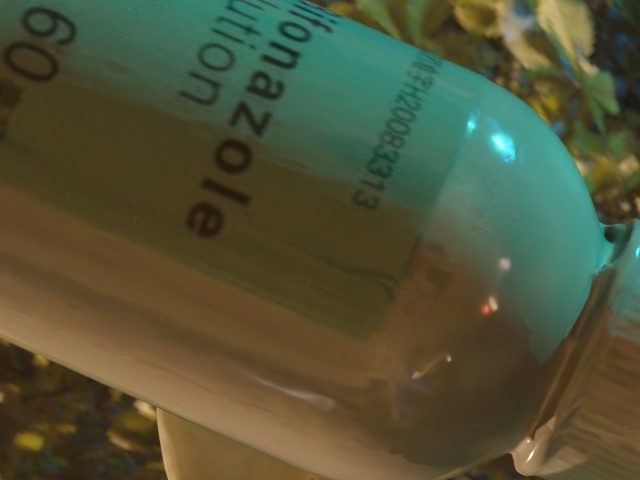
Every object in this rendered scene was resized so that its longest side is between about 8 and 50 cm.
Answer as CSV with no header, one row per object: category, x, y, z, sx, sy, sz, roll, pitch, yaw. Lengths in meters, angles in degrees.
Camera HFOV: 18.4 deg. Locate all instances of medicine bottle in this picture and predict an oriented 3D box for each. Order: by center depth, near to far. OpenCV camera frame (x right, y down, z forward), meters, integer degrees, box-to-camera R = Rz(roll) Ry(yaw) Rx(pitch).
medicine bottle,0.000,0.000,0.500,0.352,0.110,0.110,23,-99,2

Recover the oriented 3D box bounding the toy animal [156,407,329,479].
toy animal,0.052,0.198,0.579,0.367,0.241,0.196,45,-41,16
